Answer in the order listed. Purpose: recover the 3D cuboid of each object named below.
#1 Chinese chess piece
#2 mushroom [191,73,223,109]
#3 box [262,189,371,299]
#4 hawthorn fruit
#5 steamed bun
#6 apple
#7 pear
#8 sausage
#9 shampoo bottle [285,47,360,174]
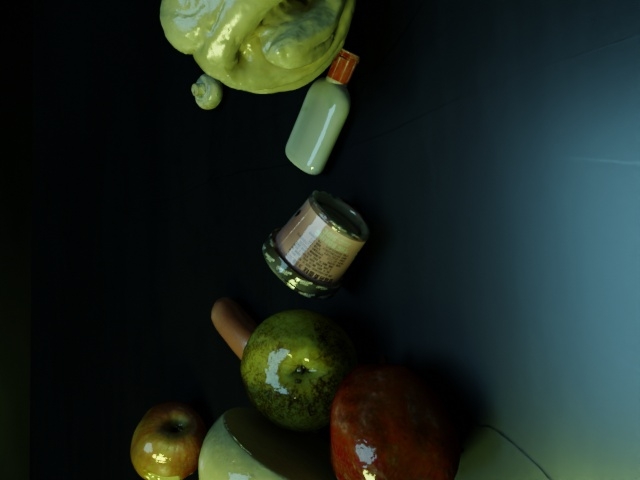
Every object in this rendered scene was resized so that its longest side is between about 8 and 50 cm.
[{"bbox_3d":[-0.063,0.355,0.763,0.251,0.251,0.097,25,88,45],"label":"Chinese chess piece"},{"bbox_3d":[-0.270,-0.355,1.194,0.083,0.067,0.083,7,100,44],"label":"mushroom"},{"bbox_3d":[0.000,0.000,0.838,0.135,0.151,0.151,-53,53,21],"label":"box"},{"bbox_3d":[0.099,0.261,0.711,0.185,0.185,0.202,-39,43,39],"label":"hawthorn fruit"},{"bbox_3d":[-0.063,-0.410,0.781,0.230,0.372,0.325,2,120,37],"label":"steamed bun"},{"bbox_3d":[-0.361,0.486,1.188,0.199,0.199,0.199,-2,87,47],"label":"apple"},{"bbox_3d":[-0.028,0.207,0.818,0.197,0.197,0.197,-2,87,47],"label":"pear"},{"bbox_3d":[-0.173,0.191,1.065,0.194,0.077,0.077,39,116,41],"label":"sausage"},{"bbox_3d":[0.007,-0.234,0.904,0.108,0.051,0.221,47,121,40],"label":"shampoo bottle"}]
